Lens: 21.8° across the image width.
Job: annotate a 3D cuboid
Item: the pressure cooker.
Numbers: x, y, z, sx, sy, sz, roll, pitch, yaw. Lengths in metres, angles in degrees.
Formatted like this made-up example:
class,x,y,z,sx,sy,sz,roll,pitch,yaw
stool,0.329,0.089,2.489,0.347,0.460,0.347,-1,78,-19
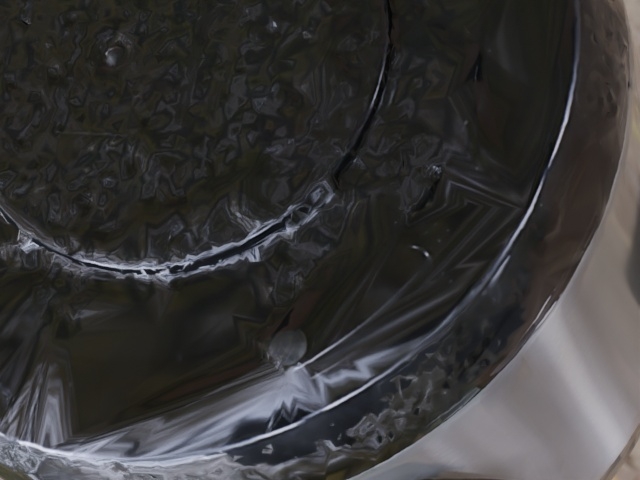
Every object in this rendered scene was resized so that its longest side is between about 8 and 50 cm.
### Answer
class,x,y,z,sx,sy,sz,roll,pitch,yaw
pressure cooker,0.002,-0.006,0.843,0.370,0.375,0.420,41,176,25
